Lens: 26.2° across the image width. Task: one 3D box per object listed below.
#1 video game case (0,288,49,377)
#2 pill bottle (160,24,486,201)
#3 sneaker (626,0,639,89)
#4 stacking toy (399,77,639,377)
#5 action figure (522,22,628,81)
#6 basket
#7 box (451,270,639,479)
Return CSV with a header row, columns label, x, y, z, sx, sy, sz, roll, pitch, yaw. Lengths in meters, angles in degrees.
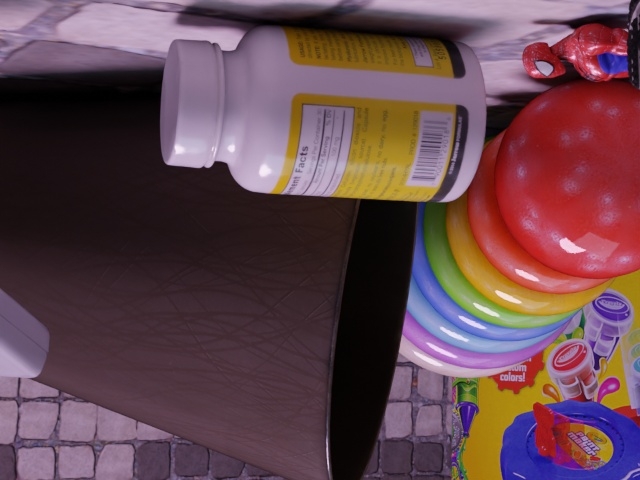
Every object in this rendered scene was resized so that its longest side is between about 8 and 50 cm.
label,x,y,z,sx,sy,sz,roll,pitch,yaw
video game case,-0.223,-0.001,0.460,0.193,0.023,0.212,0,154,18
pill bottle,-0.001,-0.049,0.530,0.116,0.065,0.065,3,175,-15
sneaker,0.125,-0.067,0.409,0.043,0.040,0.109,0,176,-13
stacking toy,0.112,-0.008,0.729,0.141,0.141,0.330,2,170,-8
action figure,0.133,-0.067,0.512,0.115,0.030,0.038,3,-179,2
basket,-0.079,0.011,0.685,0.227,0.204,0.154,9,-163,15
box,0.248,0.093,0.914,0.177,0.279,0.290,5,174,-39
